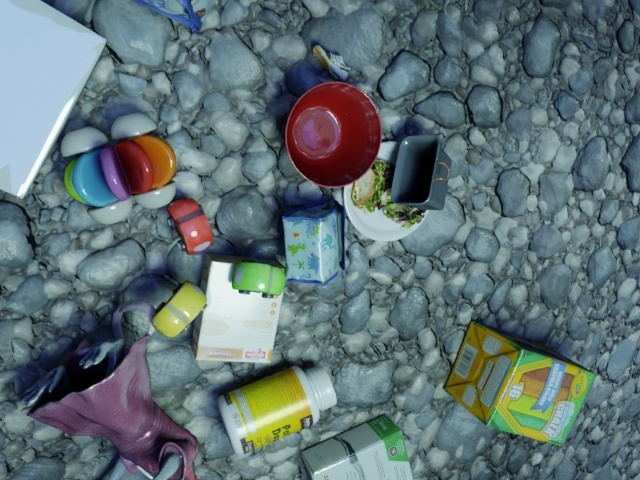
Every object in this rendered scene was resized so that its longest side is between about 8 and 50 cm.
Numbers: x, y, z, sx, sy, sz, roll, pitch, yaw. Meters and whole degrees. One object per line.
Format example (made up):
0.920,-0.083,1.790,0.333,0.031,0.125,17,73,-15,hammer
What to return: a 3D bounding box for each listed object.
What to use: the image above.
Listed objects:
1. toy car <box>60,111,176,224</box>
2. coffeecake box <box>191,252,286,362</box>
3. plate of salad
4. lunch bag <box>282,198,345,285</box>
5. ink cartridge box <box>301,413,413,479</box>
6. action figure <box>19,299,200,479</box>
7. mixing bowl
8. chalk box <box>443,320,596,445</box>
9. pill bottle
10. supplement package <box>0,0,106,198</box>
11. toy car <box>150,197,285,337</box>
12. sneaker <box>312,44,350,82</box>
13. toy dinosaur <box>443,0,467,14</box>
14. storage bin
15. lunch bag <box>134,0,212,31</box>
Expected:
-0.317,-0.111,0.974,0.181,0.136,0.159,-21,109,-15,toy car
-0.152,0.126,1.129,0.142,0.068,0.186,7,100,-22,coffeecake box
0.141,-0.094,1.200,0.199,0.048,0.200,-5,103,-20,plate of salad
0.000,0.000,1.129,0.096,0.151,0.129,5,107,20,lunch bag
0.078,0.486,1.290,0.208,0.087,0.153,-18,109,-17,ink cartridge box
-0.323,0.327,1.083,0.370,0.248,0.276,51,48,-28,action figure
0.009,-0.192,1.099,0.181,0.098,0.182,-5,104,-20,mixing bowl
0.457,0.318,1.343,0.288,0.179,0.180,19,96,-23,chalk box
-0.082,0.318,1.174,0.214,0.117,0.117,-20,109,-15,pill bottle
-0.465,-0.228,0.887,0.204,0.145,0.262,28,92,-24,supplement package
-0.160,0.054,1.038,0.224,0.053,0.239,10,79,-21,toy car
0.020,-0.328,1.112,0.083,0.032,0.037,44,72,-28,sneaker
0.299,-0.572,1.127,0.313,0.121,0.160,-39,125,-13,toy dinosaur
0.204,-0.120,1.155,0.091,0.098,0.135,22,76,-50,storage bin
-0.295,-0.532,0.840,0.385,0.239,0.328,24,94,-8,lunch bag
